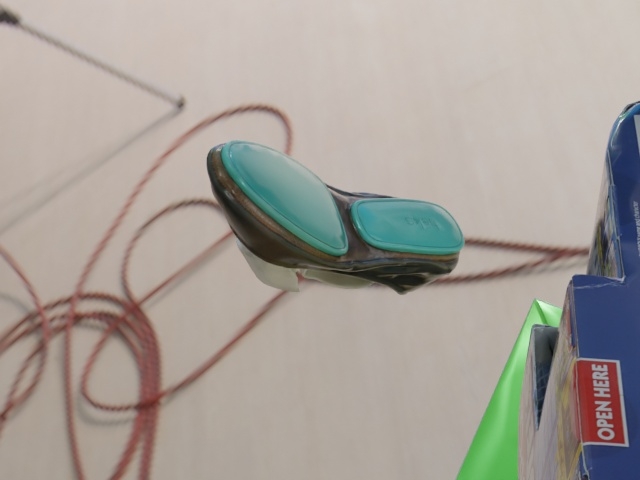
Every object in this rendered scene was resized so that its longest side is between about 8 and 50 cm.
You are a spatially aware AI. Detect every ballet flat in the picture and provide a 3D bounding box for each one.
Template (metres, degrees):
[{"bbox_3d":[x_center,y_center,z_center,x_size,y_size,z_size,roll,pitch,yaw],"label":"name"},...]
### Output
[{"bbox_3d":[0.000,0.000,1.139,0.096,0.280,0.095,-41,51,31],"label":"ballet flat"}]

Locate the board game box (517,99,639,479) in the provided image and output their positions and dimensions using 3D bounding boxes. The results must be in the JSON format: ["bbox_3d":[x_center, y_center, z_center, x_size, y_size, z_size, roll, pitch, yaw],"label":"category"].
[{"bbox_3d":[0.091,0.086,0.440,0.060,0.194,0.194,5,40,2],"label":"board game box"}]

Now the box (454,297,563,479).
[{"bbox_3d":[0.207,0.211,1.288,0.127,0.231,0.262,23,83,16],"label":"box"}]
